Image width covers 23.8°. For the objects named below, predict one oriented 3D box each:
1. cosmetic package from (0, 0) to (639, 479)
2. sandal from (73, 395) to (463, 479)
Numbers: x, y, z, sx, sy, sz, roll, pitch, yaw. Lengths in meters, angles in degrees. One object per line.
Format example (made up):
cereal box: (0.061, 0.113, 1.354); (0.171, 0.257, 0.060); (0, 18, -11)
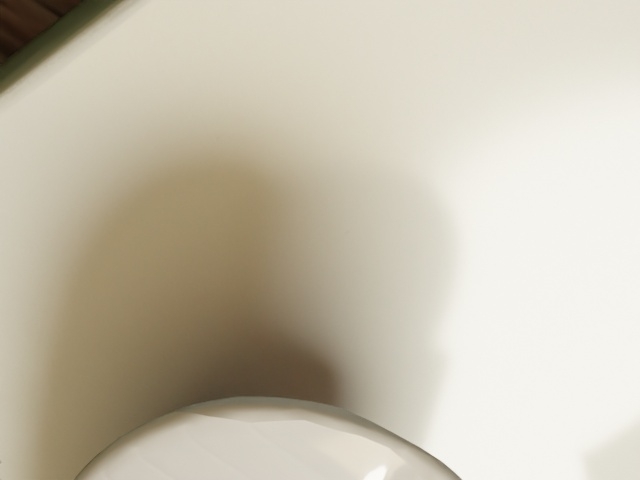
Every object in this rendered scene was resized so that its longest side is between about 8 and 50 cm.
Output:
cosmetic package: (0.000, 0.000, 0.487); (0.385, 0.156, 0.217); (-36, 105, 15)
sandal: (-0.031, 0.119, 0.420); (0.102, 0.076, 0.265); (33, 129, 6)
